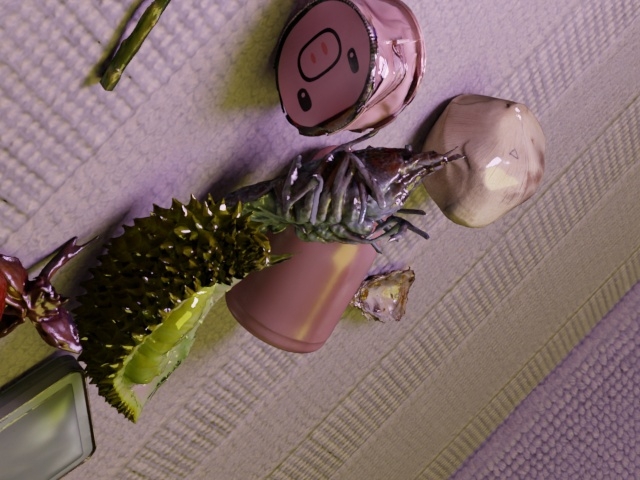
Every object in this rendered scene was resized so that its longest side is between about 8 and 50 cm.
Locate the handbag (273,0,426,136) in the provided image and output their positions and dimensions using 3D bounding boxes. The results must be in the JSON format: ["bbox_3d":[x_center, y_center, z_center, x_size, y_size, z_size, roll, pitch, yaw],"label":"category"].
[{"bbox_3d":[0.033,-0.221,1.727,0.116,0.179,0.205,-3,158,-44],"label":"handbag"}]

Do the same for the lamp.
[{"bbox_3d":[-0.437,0.302,1.907,0.269,0.047,0.266,-34,151,-25],"label":"lamp"}]

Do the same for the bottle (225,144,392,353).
[{"bbox_3d":[0.000,0.000,2.020,0.297,0.173,0.206,-61,169,22],"label":"bottle"}]

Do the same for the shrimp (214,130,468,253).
[{"bbox_3d":[-0.008,-0.041,1.826,0.411,0.166,0.221,-7,150,19],"label":"shrimp"}]

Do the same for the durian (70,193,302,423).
[{"bbox_3d":[-0.208,0.080,1.774,0.169,0.158,0.352,18,120,-44],"label":"durian"}]

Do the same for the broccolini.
[{"bbox_3d":[-0.173,-0.277,1.512,0.254,0.071,0.057,-49,-163,19],"label":"broccolini"}]

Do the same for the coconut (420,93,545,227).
[{"bbox_3d":[0.265,-0.136,2.190,0.224,0.224,0.224,-36,153,-22],"label":"coconut"}]

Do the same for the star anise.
[{"bbox_3d":[-0.353,0.052,1.682,0.140,0.144,0.158,7,130,-3],"label":"star anise"}]

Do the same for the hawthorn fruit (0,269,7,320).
[{"bbox_3d":[-0.448,0.058,1.377,0.253,0.205,0.205,-21,145,-31],"label":"hawthorn fruit"}]

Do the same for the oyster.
[{"bbox_3d":[0.108,0.101,2.449,0.177,0.056,0.105,-19,131,-46],"label":"oyster"}]
